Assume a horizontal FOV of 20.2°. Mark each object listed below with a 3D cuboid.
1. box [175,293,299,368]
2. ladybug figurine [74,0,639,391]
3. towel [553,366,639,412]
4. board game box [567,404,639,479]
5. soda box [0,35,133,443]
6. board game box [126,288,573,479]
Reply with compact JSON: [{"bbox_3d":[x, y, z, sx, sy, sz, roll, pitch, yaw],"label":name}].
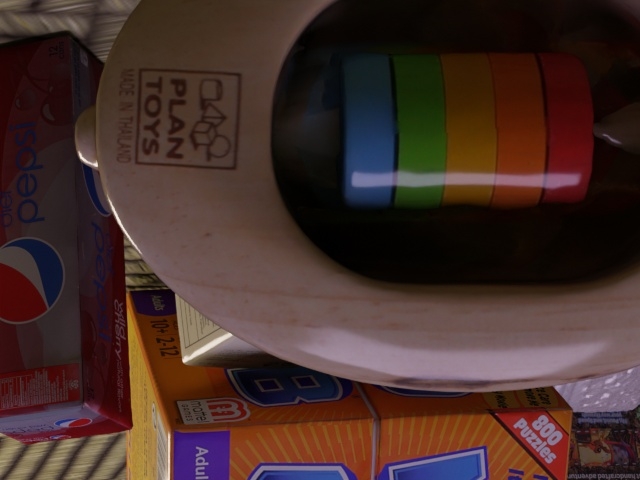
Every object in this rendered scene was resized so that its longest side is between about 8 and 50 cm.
[{"bbox_3d":[0.000,0.000,1.483,0.121,0.148,0.311,4,161,-31],"label":"box"},{"bbox_3d":[0.078,-0.064,1.095,0.449,0.305,0.162,3,-179,-4],"label":"ladybug figurine"},{"bbox_3d":[0.269,0.081,1.794,0.187,0.049,0.282,0,135,-13],"label":"towel"},{"bbox_3d":[0.273,0.213,1.990,0.232,0.291,0.141,4,160,-25],"label":"board game box"},{"bbox_3d":[-0.187,0.001,1.228,0.083,0.263,0.092,-8,162,13],"label":"soda box"},{"bbox_3d":[0.006,0.264,1.740,0.356,0.356,0.356,-2,-162,-12],"label":"board game box"}]
